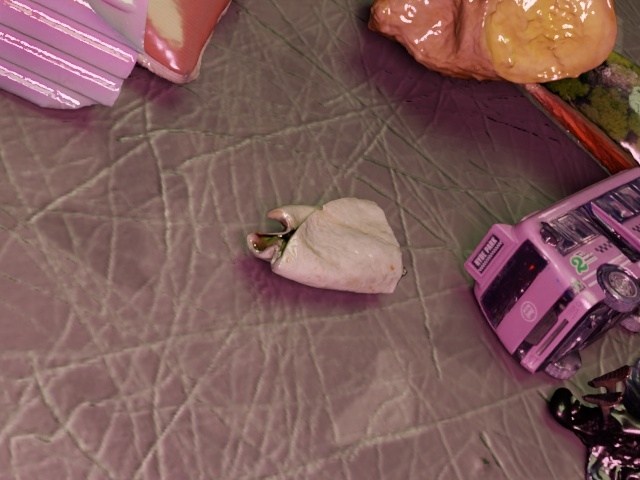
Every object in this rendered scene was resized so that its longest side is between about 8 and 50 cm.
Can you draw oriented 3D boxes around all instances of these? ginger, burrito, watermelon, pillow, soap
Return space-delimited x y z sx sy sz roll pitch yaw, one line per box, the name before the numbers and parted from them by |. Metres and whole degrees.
ginger | 0.148 -0.219 1.088 0.219 0.123 0.270 -6 26 10
burrito | 0.002 0.003 0.875 0.118 0.044 0.074 1 50 -35
watermelon | 0.250 -0.088 1.077 0.063 0.119 0.245 -43 73 -13
pillow | -0.134 -0.210 0.946 0.171 0.075 0.179 33 53 -10
soap | -0.188 -0.146 0.840 0.149 0.100 0.056 23 44 -13

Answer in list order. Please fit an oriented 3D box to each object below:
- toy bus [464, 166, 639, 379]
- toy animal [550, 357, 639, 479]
toy bus | 0.202 0.017 0.958 0.199 0.096 0.108 -22 63 -46
toy animal | 0.215 0.138 0.897 0.108 0.062 0.220 46 39 -17
